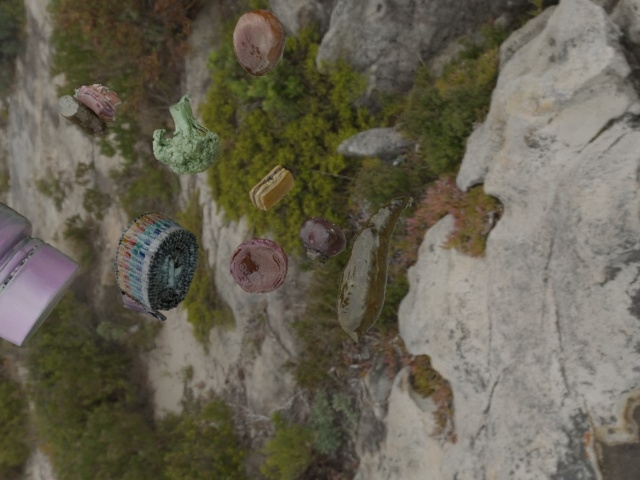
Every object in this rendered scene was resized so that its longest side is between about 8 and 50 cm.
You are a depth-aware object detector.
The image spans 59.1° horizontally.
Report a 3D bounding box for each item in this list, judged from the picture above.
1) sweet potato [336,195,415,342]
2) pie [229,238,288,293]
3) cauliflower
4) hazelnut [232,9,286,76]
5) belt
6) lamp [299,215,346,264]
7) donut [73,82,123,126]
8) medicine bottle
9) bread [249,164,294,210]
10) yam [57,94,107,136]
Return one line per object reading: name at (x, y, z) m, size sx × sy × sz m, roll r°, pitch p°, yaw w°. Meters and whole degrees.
sweet potato at (0.135, 0.062, 1.514) m, size 0.130 × 0.130 × 0.423 m, roll 1°, pitch 68°, yaw 55°
pie at (-0.185, 0.078, 1.699) m, size 0.050 × 0.182 × 0.183 m, roll -91°, pitch 11°, yaw -68°
cauliflower at (-0.539, -0.389, 2.227) m, size 0.281 × 0.260 × 0.327 m, roll 51°, pitch 160°, yaw -5°
hazelnut at (-0.199, -0.654, 1.879) m, size 0.214 × 0.176 × 0.215 m, roll 168°, pitch 90°, yaw -68°
belt at (-0.462, 0.063, 1.573) m, size 0.160 × 0.207 × 0.295 m, roll 27°, pitch 135°, yaw 18°
lamp at (0.002, 0.001, 1.782) m, size 0.135 × 0.157 × 0.156 m, roll -58°, pitch 17°, yaw -4°
donut at (-0.548, -0.330, 1.378) m, size 0.117 × 0.065 × 0.166 m, roll 48°, pitch 144°, yaw -17°
medicine bottle at (-0.704, 0.049, 1.180) m, size 0.256 × 0.324 × 0.256 m, roll -49°, pitch 16°, yaw 20°
bread at (-0.196, -0.210, 2.307) m, size 0.077 × 0.200 × 0.116 m, roll 32°, pitch 156°, yaw 28°
yam at (-0.527, -0.272, 1.258) m, size 0.241 × 0.056 × 0.057 m, roll 179°, pitch 86°, yaw -85°
